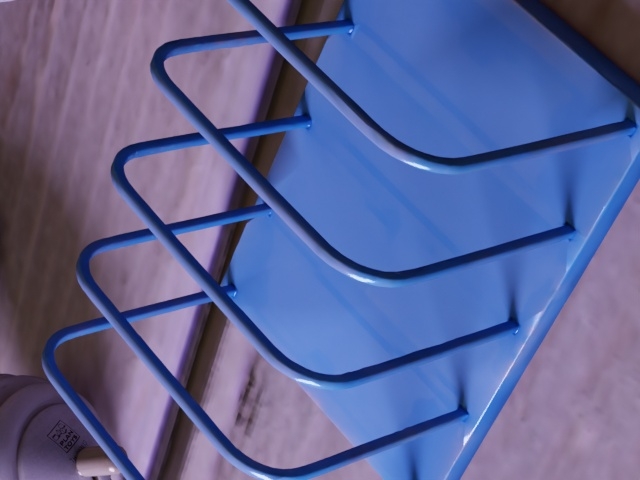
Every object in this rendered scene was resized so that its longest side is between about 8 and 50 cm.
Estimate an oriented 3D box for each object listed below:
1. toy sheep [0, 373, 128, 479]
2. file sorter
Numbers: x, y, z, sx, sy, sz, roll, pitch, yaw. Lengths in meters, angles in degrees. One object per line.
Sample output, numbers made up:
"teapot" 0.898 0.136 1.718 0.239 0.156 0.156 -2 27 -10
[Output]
"toy sheep" -0.126 0.097 0.679 0.132 0.091 0.091 -14 90 33
"file sorter" 0.000 0.000 0.506 0.118 0.104 0.170 46 129 28
